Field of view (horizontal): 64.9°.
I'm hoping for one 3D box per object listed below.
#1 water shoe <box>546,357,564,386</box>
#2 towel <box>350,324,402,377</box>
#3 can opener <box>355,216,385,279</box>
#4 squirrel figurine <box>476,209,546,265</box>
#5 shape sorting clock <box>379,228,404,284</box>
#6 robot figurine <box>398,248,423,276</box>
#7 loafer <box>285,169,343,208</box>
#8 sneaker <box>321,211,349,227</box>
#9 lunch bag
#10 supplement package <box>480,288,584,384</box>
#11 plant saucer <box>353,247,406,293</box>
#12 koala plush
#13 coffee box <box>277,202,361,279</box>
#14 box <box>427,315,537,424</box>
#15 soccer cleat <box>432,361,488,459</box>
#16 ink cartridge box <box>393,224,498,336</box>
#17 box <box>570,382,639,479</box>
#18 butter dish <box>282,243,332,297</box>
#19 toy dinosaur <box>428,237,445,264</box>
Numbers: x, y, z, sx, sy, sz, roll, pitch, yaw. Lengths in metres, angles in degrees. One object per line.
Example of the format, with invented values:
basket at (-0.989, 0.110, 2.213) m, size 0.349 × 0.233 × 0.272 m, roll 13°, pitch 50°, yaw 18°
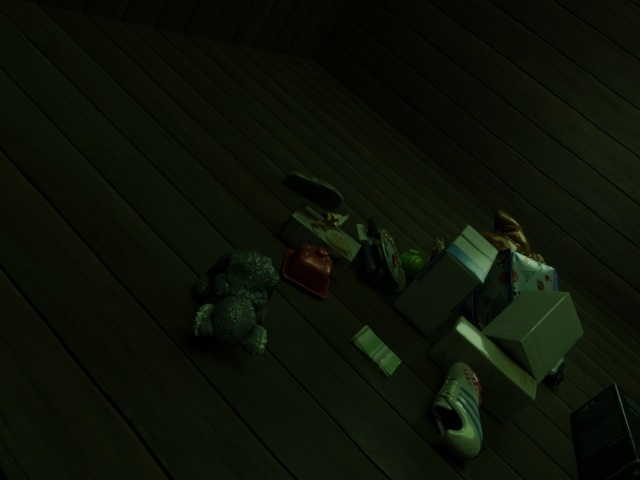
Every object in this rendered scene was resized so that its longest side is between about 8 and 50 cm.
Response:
water shoe at (0.925, 0.521, 1.993) m, size 0.203 × 0.073 × 0.080 m, roll -6°, pitch 76°, yaw -53°
towel at (0.166, 0.319, 1.468) m, size 0.152 × 0.023 × 0.113 m, roll 43°, pitch 29°, yaw 13°
can opener at (0.186, 0.014, 1.800) m, size 0.076 × 0.095 × 0.283 m, roll 24°, pitch 30°, yaw -21°
squirrel figurine at (0.841, 0.113, 2.298) m, size 0.397 × 0.281 × 0.370 m, roll 40°, pitch 34°, yaw 13°
shape sorting clock at (0.255, 0.058, 1.782) m, size 0.206 × 0.040 × 0.206 m, roll -14°, pitch 90°, yaw -72°
robot figurine at (0.352, 0.087, 1.961) m, size 0.115 × 0.101 × 0.067 m, roll 21°, pitch 3°, yaw 44°
loafer at (-0.017, -0.215, 2.001) m, size 0.251 × 0.094 × 0.087 m, roll 29°, pitch 33°, yaw -13°
sneaker at (0.046, -0.083, 1.898) m, size 0.084 × 0.069 × 0.185 m, roll 42°, pitch 27°, yaw -1°
lunch bag at (0.756, 0.272, 1.964) m, size 0.327 × 0.239 × 0.385 m, roll 16°, pitch 65°, yaw -30°
supplement package at (0.720, 0.318, 1.712) m, size 0.293 × 0.177 × 0.175 m, roll -33°, pitch 105°, yaw -26°
plant saucer at (0.227, 0.096, 1.864) m, size 0.241 × 0.037 × 0.241 m, roll 27°, pitch 30°, yaw -17°
koala plush at (-0.197, 0.152, 1.162) m, size 0.196 × 0.203 × 0.221 m, roll 28°, pitch 41°, yaw -14°
coffee box at (0.000, 0.000, 1.686) m, size 0.246 × 0.098 × 0.141 m, roll 38°, pitch 28°, yaw 2°
box at (0.512, 0.407, 1.598) m, size 0.311 × 0.148 × 0.121 m, roll 44°, pitch 28°, yaw 11°
soccer cleat at (0.377, 0.447, 1.411) m, size 0.143 × 0.116 × 0.331 m, roll 31°, pitch 29°, yaw -11°
ink cartridge box at (0.460, 0.131, 1.807) m, size 0.166 × 0.285 × 0.395 m, roll 43°, pitch 28°, yaw 10°
box at (1.016, 0.717, 1.621) m, size 0.293 × 0.212 × 0.395 m, roll 39°, pitch 27°, yaw 5°
butter dish at (-0.021, 0.070, 1.537) m, size 0.160 × 0.118 × 0.160 m, roll 30°, pitch 29°, yaw -11°
toy dinosaur at (0.555, 0.134, 2.099) m, size 0.200 × 0.127 × 0.296 m, roll -14°, pitch 68°, yaw -47°
